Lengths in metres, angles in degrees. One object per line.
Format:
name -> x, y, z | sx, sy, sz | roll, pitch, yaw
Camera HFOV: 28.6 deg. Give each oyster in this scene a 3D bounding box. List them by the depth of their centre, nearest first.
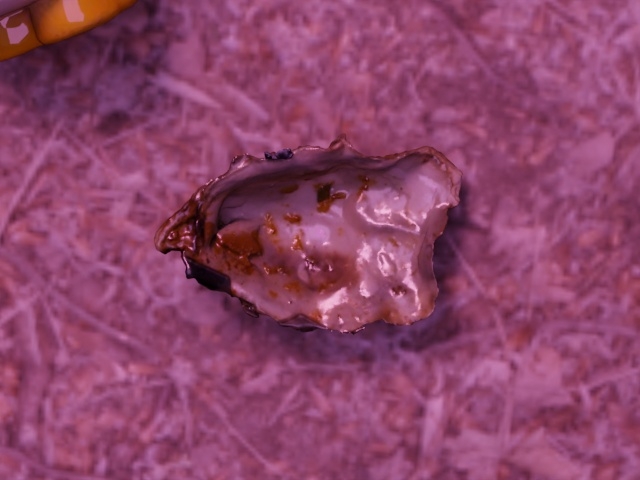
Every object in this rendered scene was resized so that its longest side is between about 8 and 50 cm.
oyster -> -0.008, -0.006, 0.633 | 0.148, 0.051, 0.103 | 8, 98, -12

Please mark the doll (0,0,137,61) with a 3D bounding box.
doll -> -0.185, -0.237, 0.568 | 0.177, 0.141, 0.314 | -8, 114, 36
